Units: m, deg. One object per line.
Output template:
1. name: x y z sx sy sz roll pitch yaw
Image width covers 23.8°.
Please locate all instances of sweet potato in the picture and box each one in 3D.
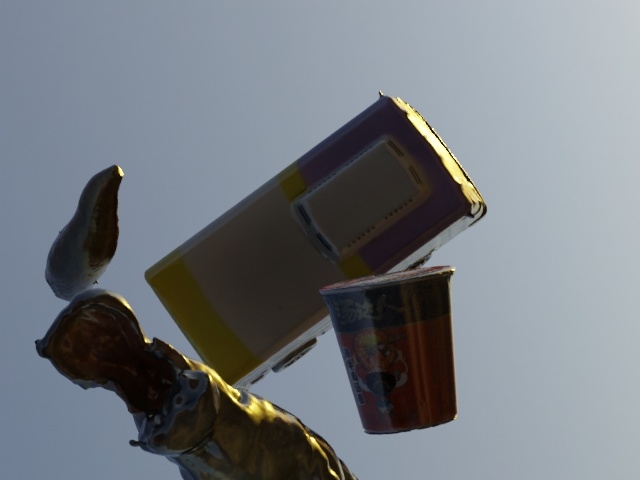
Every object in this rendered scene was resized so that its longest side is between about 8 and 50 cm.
1. sweet potato: -0.286 0.000 1.840 0.244 0.077 0.077 -59 6 50

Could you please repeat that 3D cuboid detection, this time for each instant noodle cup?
1. instant noodle cup: 0.069 0.098 1.358 0.127 0.127 0.136 -13 -86 -63

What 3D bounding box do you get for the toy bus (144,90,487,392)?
1. toy bus: 0.000 0.000 2.054 0.209 0.440 0.249 54 -179 8

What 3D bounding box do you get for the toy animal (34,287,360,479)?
1. toy animal: -0.054 0.161 1.092 0.106 0.168 0.343 -47 -46 -7
